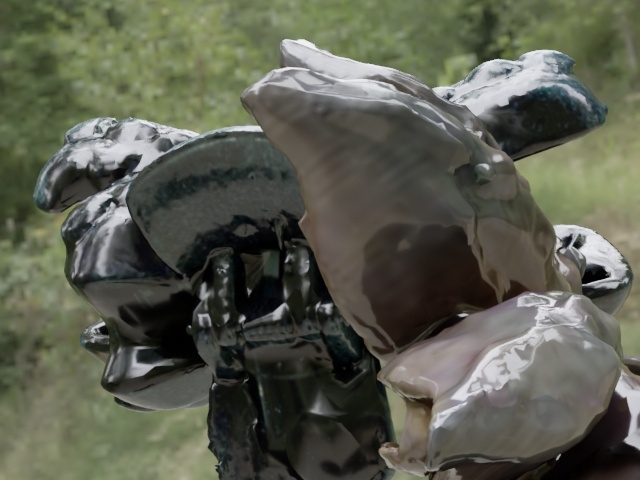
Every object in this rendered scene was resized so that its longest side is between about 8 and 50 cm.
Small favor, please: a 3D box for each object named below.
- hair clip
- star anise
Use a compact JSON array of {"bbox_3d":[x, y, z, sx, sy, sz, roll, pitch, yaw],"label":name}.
[{"bbox_3d":[-0.004,0.003,0.842,0.310,0.194,0.206,-9,22,18],"label":"hair clip"},{"bbox_3d":[0.043,0.019,0.407,0.063,0.172,0.208,-32,6,12],"label":"star anise"}]
